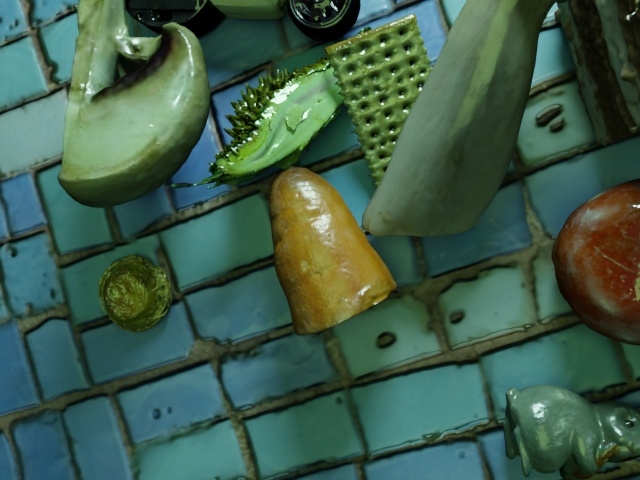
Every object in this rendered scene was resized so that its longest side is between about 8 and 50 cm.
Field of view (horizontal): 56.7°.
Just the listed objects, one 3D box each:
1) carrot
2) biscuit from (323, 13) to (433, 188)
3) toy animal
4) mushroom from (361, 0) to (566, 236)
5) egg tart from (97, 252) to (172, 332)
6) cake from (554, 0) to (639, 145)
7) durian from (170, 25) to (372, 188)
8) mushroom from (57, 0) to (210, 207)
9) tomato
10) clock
[{"bbox_3d":[0.000,0.000,0.827,0.159,0.159,0.225,-21,87,10],"label":"carrot"},{"bbox_3d":[0.106,-0.184,0.841,0.139,0.016,0.231,-20,107,7],"label":"biscuit"},{"bbox_3d":[0.364,0.249,0.785,0.236,0.108,0.138,-12,87,10],"label":"toy animal"},{"bbox_3d":[0.194,-0.162,0.770,0.154,0.137,0.407,27,116,10],"label":"mushroom"},{"bbox_3d":[-0.300,0.083,0.940,0.130,0.052,0.130,0,90,14],"label":"egg tart"},{"bbox_3d":[0.447,-0.274,0.679,0.282,0.290,0.255,-14,89,9],"label":"cake"},{"bbox_3d":[-0.058,-0.178,0.854,0.375,0.107,0.132,-45,107,-14],"label":"durian"},{"bbox_3d":[-0.249,-0.191,0.850,0.212,0.217,0.292,-11,77,1],"label":"mushroom"},{"bbox_3d":[0.386,0.035,0.767,0.155,0.181,0.214,-14,79,28],"label":"tomato"},{"bbox_3d":[-0.128,-0.435,0.878,0.379,0.120,0.276,2,94,11],"label":"clock"}]
